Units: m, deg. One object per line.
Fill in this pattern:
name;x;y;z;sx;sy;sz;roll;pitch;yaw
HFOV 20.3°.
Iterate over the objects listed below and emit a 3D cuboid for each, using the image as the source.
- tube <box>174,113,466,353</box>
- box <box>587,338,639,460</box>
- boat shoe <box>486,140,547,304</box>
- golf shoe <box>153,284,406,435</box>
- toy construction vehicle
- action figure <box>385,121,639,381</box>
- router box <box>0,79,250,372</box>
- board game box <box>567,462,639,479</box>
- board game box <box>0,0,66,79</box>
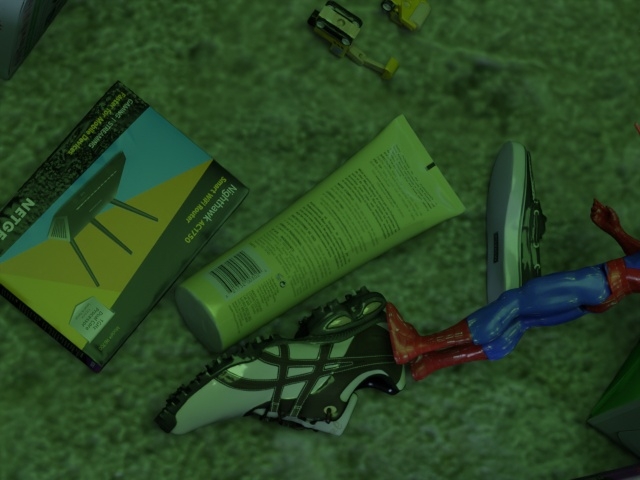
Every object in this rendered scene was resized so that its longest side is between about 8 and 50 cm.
tube;0.000;0.000;1.374;0.240;0.062;0.070;-35;131;-22
box;0.383;0.100;1.403;0.231;0.127;0.262;38;72;-1
boat shoe;0.158;-0.007;1.416;0.040;0.049;0.142;6;83;-18
golf shoe;-0.024;0.112;1.330;0.198;0.077;0.094;-25;85;-16
toy construction vehicle;0.033;-0.185;1.435;0.098;0.035;0.086;32;62;-7
action figure;0.186;0.005;1.333;0.280;0.091;0.139;-13;71;13
router box;-0.160;-0.011;1.341;0.133;0.046;0.179;39;72;-2
board game box;0.191;0.271;1.255;0.346;0.056;0.208;-12;92;-11
board game box;-0.173;-0.288;1.307;0.097;0.224;0.303;33;72;-5
